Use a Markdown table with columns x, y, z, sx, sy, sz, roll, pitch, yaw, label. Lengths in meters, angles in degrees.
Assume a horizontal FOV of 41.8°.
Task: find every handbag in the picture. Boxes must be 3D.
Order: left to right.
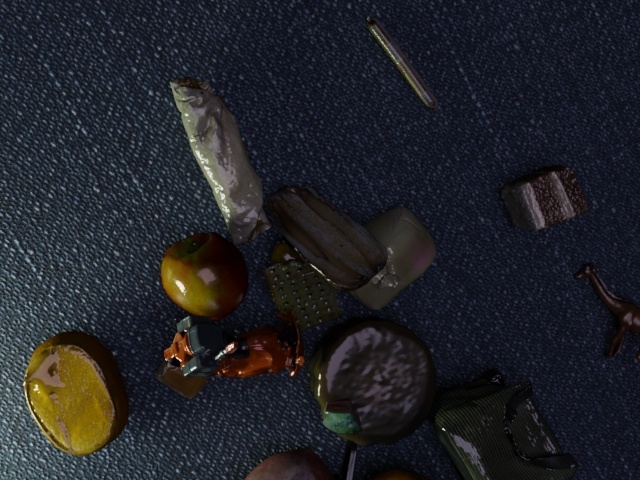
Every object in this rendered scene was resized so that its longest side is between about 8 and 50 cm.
| x | y | z | sx | sy | sz | roll | pitch | yaw | label |
| --- | --- | --- | --- | --- | --- | --- | --- | --- | --- |
| 0.412 | 0.470 | 1.923 | 0.240 | 0.247 | 0.341 | -32 | 92 | -7 | handbag |

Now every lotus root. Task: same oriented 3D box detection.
| x | y | z | sx | sy | sz | roll | pitch | yaw | label |
| --- | --- | --- | --- | --- | --- | --- | --- | --- | --- |
| -0.001 | 0.000 | 1.836 | 0.167 | 0.078 | 0.329 | -28 | 55 | -25 | lotus root |

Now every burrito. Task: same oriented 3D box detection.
| x | y | z | sx | sy | sz | roll | pitch | yaw | label |
| --- | --- | --- | --- | --- | --- | --- | --- | --- | --- |
| -0.215 | -0.183 | 1.858 | 0.117 | 0.076 | 0.392 | -24 | 100 | -14 | burrito |

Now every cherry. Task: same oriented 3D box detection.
| x | y | z | sx | sy | sz | roll | pitch | yaw | label |
| --- | --- | --- | --- | --- | --- | --- | --- | --- | --- |
| -0.073 | 0.611 | 1.870 | 0.261 | 0.221 | 0.308 | 30 | 71 | -13 | cherry |

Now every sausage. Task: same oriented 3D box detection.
| x | y | z | sx | sy | sz | roll | pitch | yaw | label |
| --- | --- | --- | --- | --- | --- | --- | --- | --- | --- |
| 0.190 | -0.407 | 1.930 | 0.033 | 0.033 | 0.269 | -39 | 99 | -5 | sausage |

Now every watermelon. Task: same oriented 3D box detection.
| x | y | z | sx | sy | sz | roll | pitch | yaw | label |
| --- | --- | --- | --- | --- | --- | --- | --- | --- | --- |
| 0.046 | 0.372 | 1.779 | 0.084 | 0.092 | 0.072 | 7 | 60 | -15 | watermelon |

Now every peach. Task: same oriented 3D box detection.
| x | y | z | sx | sy | sz | roll | pitch | yaw | label |
| --- | --- | --- | --- | --- | --- | --- | --- | --- | --- |
| -0.244 | 0.083 | 1.822 | 0.197 | 0.197 | 0.198 | -1 | 94 | -10 | peach |

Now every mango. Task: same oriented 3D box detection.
| x | y | z | sx | sy | sz | roll | pitch | yaw | label |
| --- | --- | --- | --- | --- | --- | --- | --- | --- | --- |
| -0.040 | 0.059 | 1.904 | 0.161 | 0.076 | 0.103 | 35 | 86 | -16 | mango |

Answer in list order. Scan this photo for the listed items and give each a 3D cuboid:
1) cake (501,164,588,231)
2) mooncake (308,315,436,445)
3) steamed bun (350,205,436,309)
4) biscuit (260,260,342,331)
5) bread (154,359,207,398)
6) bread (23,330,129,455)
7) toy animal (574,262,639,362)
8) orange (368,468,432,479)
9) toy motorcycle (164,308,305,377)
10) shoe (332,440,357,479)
| x | y | z | sx | sy | sz | roll | pitch | yaw | label |
| --- | --- | --- | --- | --- | --- | --- | --- | --- | --- |
| 0.518 | -0.095 | 1.956 | 0.147 | 0.135 | 0.135 | -29 | 98 | -11 | cake |
| 0.117 | 0.315 | 1.905 | 0.290 | 0.161 | 0.291 | -1 | 94 | -11 | mooncake |
| 0.155 | 0.042 | 1.892 | 0.238 | 0.152 | 0.170 | -42 | 106 | -6 | steamed bun |
| -0.037 | 0.120 | 1.887 | 0.143 | 0.016 | 0.203 | -18 | 124 | 1 | biscuit |
| -0.297 | 0.284 | 1.871 | 0.106 | 0.082 | 0.125 | 35 | 86 | -6 | bread |
| -0.524 | 0.331 | 1.805 | 0.195 | 0.142 | 0.270 | -24 | 96 | -5 | bread |
| 0.727 | 0.177 | 2.053 | 0.224 | 0.066 | 0.230 | 7 | 103 | 9 | toy animal |
| 0.182 | 0.641 | 1.896 | 0.246 | 0.246 | 0.246 | -1 | 94 | -10 | orange |
| -0.160 | 0.231 | 1.790 | 0.325 | 0.221 | 0.148 | 11 | 52 | -40 | toy motorcycle |
| 0.045 | 0.554 | 1.957 | 0.049 | 0.071 | 0.179 | 10 | 86 | -10 | shoe |
